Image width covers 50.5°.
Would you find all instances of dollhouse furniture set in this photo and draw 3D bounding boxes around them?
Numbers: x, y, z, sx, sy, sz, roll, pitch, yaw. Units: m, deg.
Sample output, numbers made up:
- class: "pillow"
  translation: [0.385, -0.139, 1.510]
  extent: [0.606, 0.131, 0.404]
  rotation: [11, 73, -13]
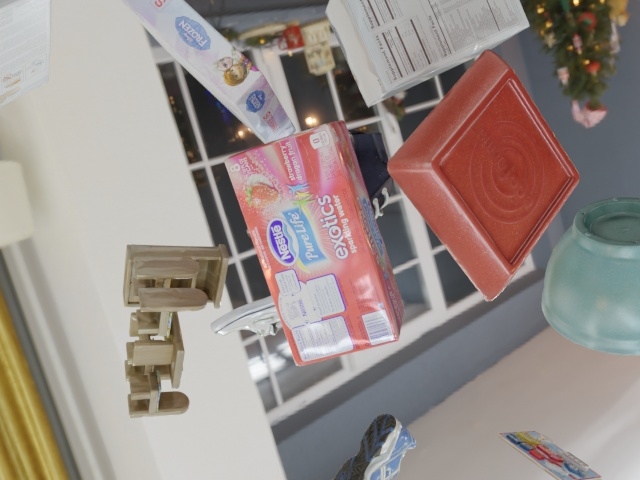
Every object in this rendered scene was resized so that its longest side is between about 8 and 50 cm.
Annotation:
- class: "dollhouse furniture set"
  translation: [-0.212, 0.115, 1.048]
  extent: [0.161, 0.212, 0.242]
  rotation: [2, -146, -21]

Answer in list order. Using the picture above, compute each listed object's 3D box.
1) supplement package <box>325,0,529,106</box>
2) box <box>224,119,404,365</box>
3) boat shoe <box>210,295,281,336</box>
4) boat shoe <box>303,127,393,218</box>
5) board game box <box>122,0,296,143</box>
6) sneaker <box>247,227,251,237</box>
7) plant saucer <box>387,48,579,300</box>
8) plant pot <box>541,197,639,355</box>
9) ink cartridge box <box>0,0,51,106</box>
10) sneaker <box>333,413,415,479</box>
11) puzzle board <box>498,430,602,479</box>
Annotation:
- class: "supplement package"
  translation: [0.173, -0.386, 1.176]
  extent: [0.262, 0.198, 0.199]
  rotation: [-26, -174, -3]
- class: "box"
  translation: [0.000, 0.000, 0.942]
  extent: [0.154, 0.300, 0.142]
  rotation: [-17, -172, 13]
- class: "boat shoe"
  translation: [-0.110, 0.154, 1.342]
  extent: [0.226, 0.076, 0.083]
  rotation: [-24, 172, 15]
- class: "boat shoe"
  translation: [0.065, -0.047, 1.224]
  extent: [0.158, 0.341, 0.127]
  rotation: [-6, 170, -13]
- class: "board game box"
  translation: [-0.196, -0.310, 1.157]
  extent: [0.066, 0.318, 0.318]
  rotation: [-47, 172, 1]
- class: "sneaker"
  translation: [-0.061, -0.006, 1.113]
  extent: [0.119, 0.057, 0.047]
  rotation: [0, -145, 5]
- class: "plant saucer"
  translation: [0.247, -0.092, 0.935]
  extent: [0.259, 0.258, 0.047]
  rotation: [-49, -158, -21]
- class: "plant pot"
  translation: [0.564, 0.042, 1.266]
  extent: [0.293, 0.196, 0.293]
  rotation: [-9, -150, 5]
- class: "ink cartridge box"
  translation: [-0.376, -0.214, 0.767]
  extent: [0.145, 0.045, 0.179]
  rotation: [-42, 180, -31]
- class: "sneaker"
  translation: [0.090, 0.410, 1.187]
  extent: [0.211, 0.081, 0.080]
  rotation: [-54, -155, 1]
- class: "puzzle board"
  translation: [0.347, 0.324, 1.028]
  extent: [0.096, 0.011, 0.128]
  rotation: [8, -165, -37]
